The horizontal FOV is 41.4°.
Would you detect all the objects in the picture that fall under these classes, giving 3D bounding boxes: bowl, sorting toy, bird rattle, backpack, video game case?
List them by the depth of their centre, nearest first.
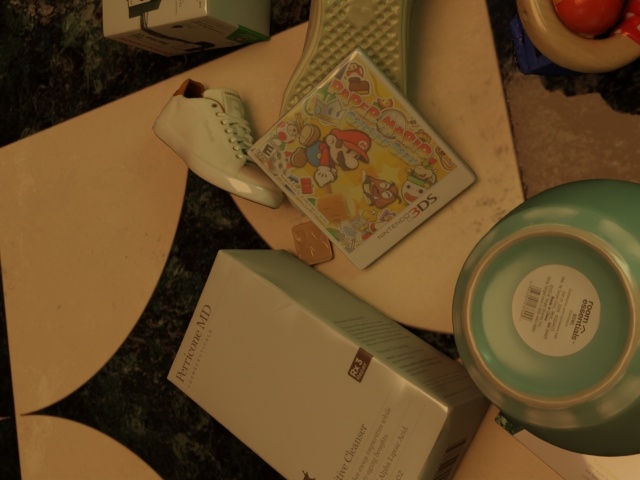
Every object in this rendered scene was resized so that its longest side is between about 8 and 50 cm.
[{"bbox_3d":[0.262,0.079,0.885,0.311,0.163,0.312,-3,85,35],"label":"bowl"},{"bbox_3d":[0.312,-0.260,0.916,0.206,0.143,0.254,-19,97,-8],"label":"bird rattle"},{"bbox_3d":[0.275,-0.258,0.999,0.101,0.098,0.120,-14,81,50],"label":"backpack"},{"bbox_3d":[0.051,-0.100,1.103,0.206,0.026,0.227,-40,100,24],"label":"video game case"},{"bbox_3d":[0.000,0.000,1.204,0.083,0.012,0.062,-16,81,30],"label":"sorting toy"}]

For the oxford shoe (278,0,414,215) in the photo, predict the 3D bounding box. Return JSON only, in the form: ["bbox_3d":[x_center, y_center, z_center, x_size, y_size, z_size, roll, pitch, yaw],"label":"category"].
[{"bbox_3d":[0.044,-0.246,1.134,0.169,0.130,0.450,10,108,3],"label":"oxford shoe"}]

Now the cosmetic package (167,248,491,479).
[{"bbox_3d":[0.005,0.187,1.105,0.385,0.156,0.217,30,106,28],"label":"cosmetic package"}]

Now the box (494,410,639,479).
[{"bbox_3d":[0.375,0.147,0.936,0.232,0.058,0.322,38,105,28],"label":"box"}]

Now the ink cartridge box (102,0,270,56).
[{"bbox_3d":[-0.201,-0.343,1.269,0.208,0.153,0.087,-1,88,33],"label":"ink cartridge box"}]

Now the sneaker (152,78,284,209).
[{"bbox_3d":[-0.141,-0.153,1.237,0.290,0.106,0.123,39,105,36],"label":"sneaker"}]
